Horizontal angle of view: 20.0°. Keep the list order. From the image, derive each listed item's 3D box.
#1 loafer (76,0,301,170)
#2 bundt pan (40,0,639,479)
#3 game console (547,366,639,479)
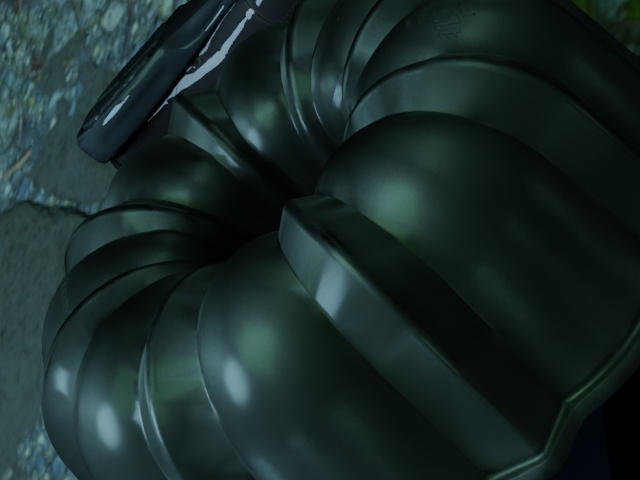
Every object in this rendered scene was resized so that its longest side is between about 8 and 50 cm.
[{"bbox_3d":[-0.015,-0.130,1.033,0.302,0.095,0.109,-42,17,29],"label":"loafer"},{"bbox_3d":[0.000,0.000,0.806,0.331,0.124,0.331,-36,27,21],"label":"bundt pan"},{"bbox_3d":[0.081,0.190,0.790,0.386,0.060,0.342,-33,52,40],"label":"game console"}]
